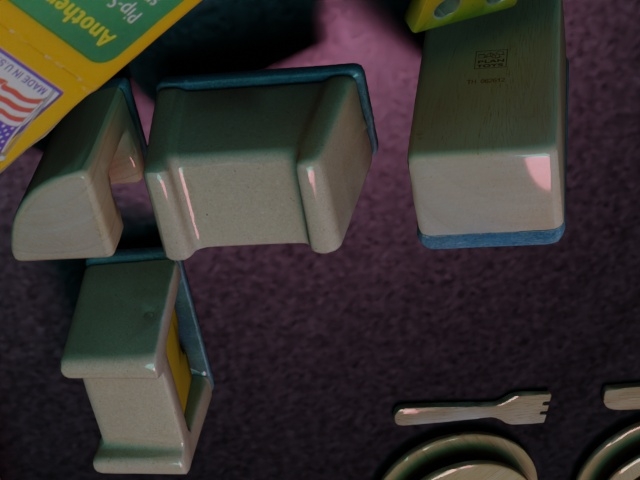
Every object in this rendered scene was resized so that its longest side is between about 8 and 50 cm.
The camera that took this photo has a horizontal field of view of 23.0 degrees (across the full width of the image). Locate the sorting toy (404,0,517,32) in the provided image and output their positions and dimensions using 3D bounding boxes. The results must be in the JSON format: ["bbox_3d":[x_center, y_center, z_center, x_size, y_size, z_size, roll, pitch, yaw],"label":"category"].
[{"bbox_3d":[0.140,-0.169,0.556,0.274,0.046,0.132,-28,156,-3],"label":"sorting toy"}]

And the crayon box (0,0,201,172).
[{"bbox_3d":[-0.057,-0.176,0.451,0.323,0.083,0.203,-39,146,10],"label":"crayon box"}]

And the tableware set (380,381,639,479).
[{"bbox_3d":[0.123,0.135,0.796,0.194,0.039,0.128,-4,125,-12],"label":"tableware set"}]

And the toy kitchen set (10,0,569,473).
[{"bbox_3d":[0.000,0.000,0.645,0.207,0.122,0.166,-2,128,12],"label":"toy kitchen set"}]
